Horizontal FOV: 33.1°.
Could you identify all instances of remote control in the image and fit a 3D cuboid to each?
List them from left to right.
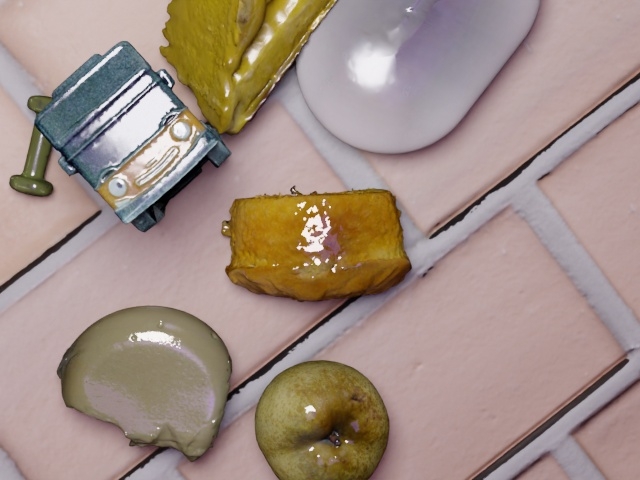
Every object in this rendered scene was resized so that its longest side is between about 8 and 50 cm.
[{"bbox_3d":[0.116,-0.255,1.266,0.221,0.103,0.332,38,92,-2],"label":"remote control"}]

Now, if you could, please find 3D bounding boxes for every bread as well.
[{"bbox_3d":[0.000,0.000,1.271,0.229,0.139,0.143,-5,89,-7],"label":"bread"}]

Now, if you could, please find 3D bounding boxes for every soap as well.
[{"bbox_3d":[-0.102,-0.319,1.135,0.169,0.304,0.338,36,90,35],"label":"soap"}]

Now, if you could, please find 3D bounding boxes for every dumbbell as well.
[{"bbox_3d":[-0.329,-0.111,1.263,0.052,0.046,0.117,14,94,-2],"label":"dumbbell"}]

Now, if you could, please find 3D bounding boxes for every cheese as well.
[{"bbox_3d":[-0.210,0.162,1.283,0.203,0.091,0.175,13,95,-6],"label":"cheese"}]

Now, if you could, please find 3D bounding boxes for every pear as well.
[{"bbox_3d":[0.003,0.226,1.288,0.167,0.136,0.167,-1,92,-24],"label":"pear"}]

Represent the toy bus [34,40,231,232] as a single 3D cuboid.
[{"bbox_3d":[-0.196,-0.112,1.162,0.138,0.275,0.167,-42,97,0],"label":"toy bus"}]
